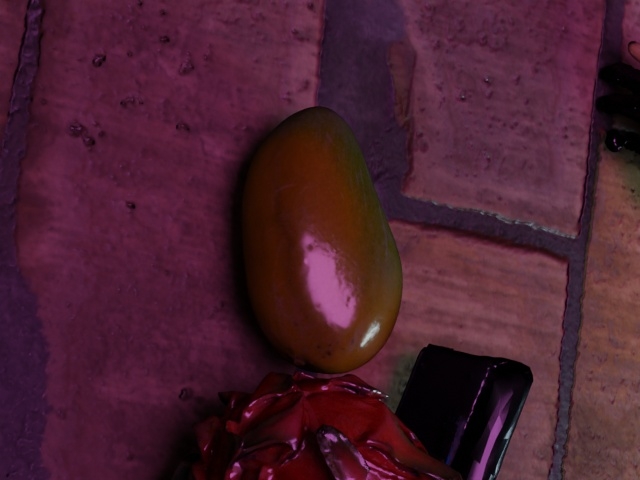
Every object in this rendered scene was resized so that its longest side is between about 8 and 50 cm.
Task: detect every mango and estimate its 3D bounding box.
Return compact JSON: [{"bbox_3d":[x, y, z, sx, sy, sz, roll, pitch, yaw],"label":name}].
[{"bbox_3d":[0.000,0.000,1.645,0.156,0.114,0.251,-9,92,-26],"label":"mango"}]

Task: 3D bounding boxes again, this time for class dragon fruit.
[{"bbox_3d":[0.015,0.234,1.555,0.234,0.293,0.234,18,90,-72],"label":"dragon fruit"}]

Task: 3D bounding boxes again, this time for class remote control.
[{"bbox_3d":[0.072,0.282,1.660,0.062,0.144,0.399,37,70,-41],"label":"remote control"}]

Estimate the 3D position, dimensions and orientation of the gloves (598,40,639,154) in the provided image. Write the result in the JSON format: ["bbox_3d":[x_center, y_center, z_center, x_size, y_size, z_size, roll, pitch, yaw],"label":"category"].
[{"bbox_3d":[0.380,-0.134,1.911,0.129,0.106,0.181,-32,108,-29],"label":"gloves"}]
